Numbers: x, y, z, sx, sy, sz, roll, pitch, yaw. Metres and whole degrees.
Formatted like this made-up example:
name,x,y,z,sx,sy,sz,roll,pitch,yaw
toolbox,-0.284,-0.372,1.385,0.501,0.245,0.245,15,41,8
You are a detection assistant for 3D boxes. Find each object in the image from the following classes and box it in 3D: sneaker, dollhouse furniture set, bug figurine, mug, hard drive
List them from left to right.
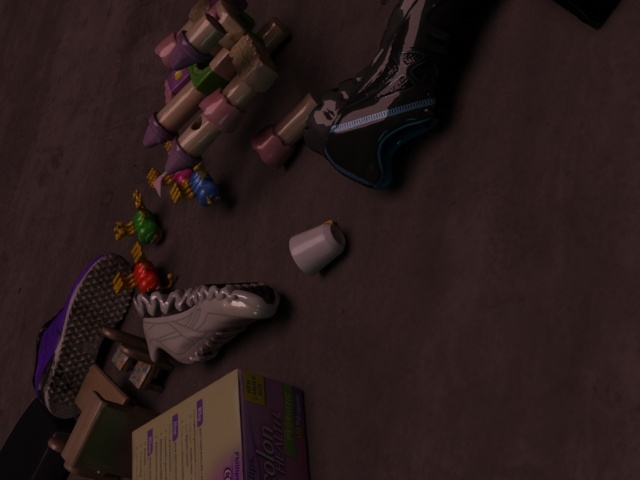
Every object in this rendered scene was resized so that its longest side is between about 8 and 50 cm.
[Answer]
name,x,y,z,sx,sy,sz,roll,pitch,yaw
hard drive,-0.513,0.405,2.016,0.254,0.054,0.172,-61,38,7
sneaker,-0.432,0.149,2.016,0.146,0.102,0.293,19,86,54
dollhouse furniture set,-0.337,0.265,1.791,0.242,0.161,0.212,30,95,53
bug figurine,-0.253,-0.040,1.928,0.279,0.072,0.216,-55,34,20
sneaker,-0.165,0.123,1.726,0.292,0.110,0.118,-10,81,46
mug,-0.002,0.001,1.616,0.064,0.062,0.078,-31,55,27
sneaker,0.132,-0.222,1.556,0.140,0.125,0.341,44,104,23

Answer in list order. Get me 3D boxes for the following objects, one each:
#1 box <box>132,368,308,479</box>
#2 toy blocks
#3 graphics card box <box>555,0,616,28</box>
name,x,y,z,sx,sy,sz,roll,pitch,yaw
box,-0.138,0.324,1.558,0.243,0.117,0.213,-34,47,36
toy blocks,-0.204,-0.249,1.784,0.260,0.309,0.288,-42,42,19
graphics card box,0.292,-0.449,1.475,0.232,0.094,0.371,-55,38,14
